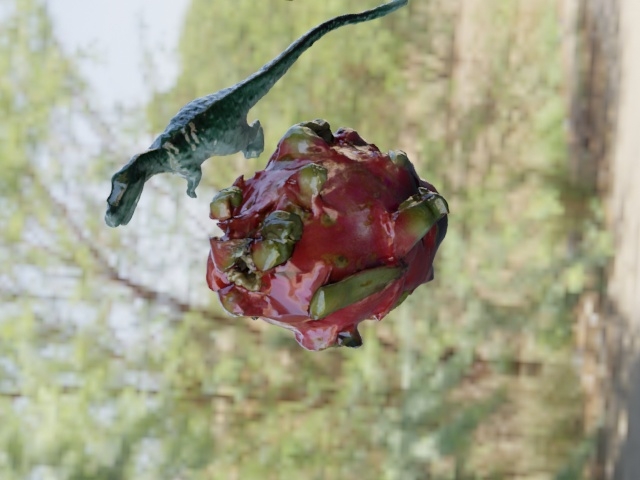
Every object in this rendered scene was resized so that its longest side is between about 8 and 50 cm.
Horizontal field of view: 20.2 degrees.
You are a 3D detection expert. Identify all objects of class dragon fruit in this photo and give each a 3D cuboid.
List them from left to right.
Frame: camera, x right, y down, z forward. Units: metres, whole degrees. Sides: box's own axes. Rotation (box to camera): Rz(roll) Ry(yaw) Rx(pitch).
[{"bbox_3d":[0.000,0.000,1.276,0.172,0.166,0.160,-37,-81,-47],"label":"dragon fruit"}]

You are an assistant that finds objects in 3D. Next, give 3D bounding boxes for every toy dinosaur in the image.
[{"bbox_3d":[-0.078,-0.118,1.714,0.383,0.076,0.129,-44,-6,-29],"label":"toy dinosaur"}]
